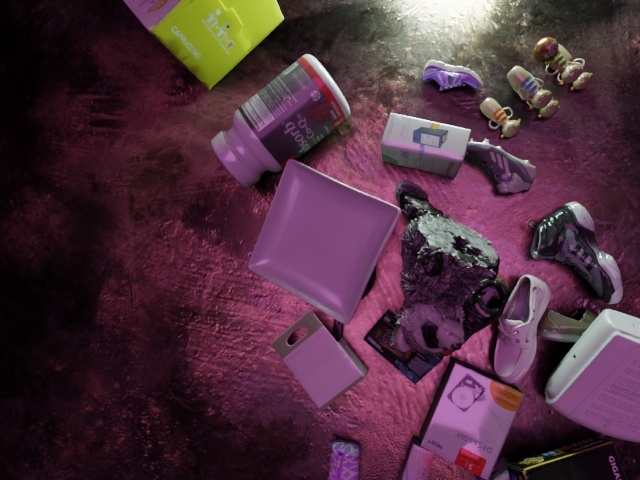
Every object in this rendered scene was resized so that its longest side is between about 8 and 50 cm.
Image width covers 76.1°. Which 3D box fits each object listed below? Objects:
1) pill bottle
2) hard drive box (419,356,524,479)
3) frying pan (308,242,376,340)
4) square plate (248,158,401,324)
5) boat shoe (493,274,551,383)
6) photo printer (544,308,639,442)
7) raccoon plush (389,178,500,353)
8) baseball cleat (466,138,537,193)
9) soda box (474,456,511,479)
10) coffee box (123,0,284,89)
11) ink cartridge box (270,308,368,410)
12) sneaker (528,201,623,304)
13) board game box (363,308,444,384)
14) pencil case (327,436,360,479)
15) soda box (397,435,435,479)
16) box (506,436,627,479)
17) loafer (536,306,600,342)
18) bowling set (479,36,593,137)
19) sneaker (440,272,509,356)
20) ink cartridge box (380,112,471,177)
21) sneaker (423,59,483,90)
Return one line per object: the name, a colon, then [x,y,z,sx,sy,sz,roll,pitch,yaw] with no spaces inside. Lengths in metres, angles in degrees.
pill bottle: [-0.115,-0.326,1.155,0.362,0.210,0.210,-37,80,7]
hard drive box: [0.385,0.451,1.056,0.180,0.089,0.232,22,90,12]
frying pan: [0.083,0.143,1.156,0.197,0.053,0.327,-18,91,18]
square plate: [0.000,0.000,1.123,0.347,0.049,0.344,27,104,18]
boat shoe: [0.491,0.218,1.036,0.098,0.096,0.277,9,77,56]
photo printer: [0.697,0.328,0.939,0.255,0.107,0.308,20,124,9]
raccoon plush: [0.271,0.079,1.060,0.215,0.447,0.299,14,122,-10]
baseball cleat: [0.472,-0.189,1.087,0.205,0.072,0.110,22,90,2]
soda box: [0.507,0.704,1.010,0.098,0.091,0.287,-33,81,5]
coffee box: [-0.365,-0.721,1.169,0.338,0.337,0.334,-41,80,5]
ink cartridge box: [-0.006,0.329,1.145,0.171,0.056,0.235,-42,79,15]
sneaker: [0.633,0.047,1.039,0.152,0.101,0.269,-20,76,9]
board game box: [0.219,0.288,1.103,0.186,0.026,0.126,40,126,11]
pencil case: [0.058,0.650,1.104,0.086,0.088,0.206,5,87,13]
soda box: [0.246,0.625,1.084,0.062,0.058,0.183,18,88,12]
box: [0.605,0.658,0.939,0.256,0.079,0.323,-9,75,-11]
loafer: [0.673,0.214,1.017,0.250,0.094,0.088,4,90,11]
bowling set: [0.568,-0.400,1.041,0.287,0.200,0.154,-42,81,9]
sneaker: [0.383,0.194,1.055,0.097,0.135,0.276,42,96,9]
ink cartridge box: [0.278,-0.251,1.100,0.212,0.154,0.093,17,86,12]
sneaker: [0.372,-0.454,1.155,0.169,0.068,0.071,23,105,20]
